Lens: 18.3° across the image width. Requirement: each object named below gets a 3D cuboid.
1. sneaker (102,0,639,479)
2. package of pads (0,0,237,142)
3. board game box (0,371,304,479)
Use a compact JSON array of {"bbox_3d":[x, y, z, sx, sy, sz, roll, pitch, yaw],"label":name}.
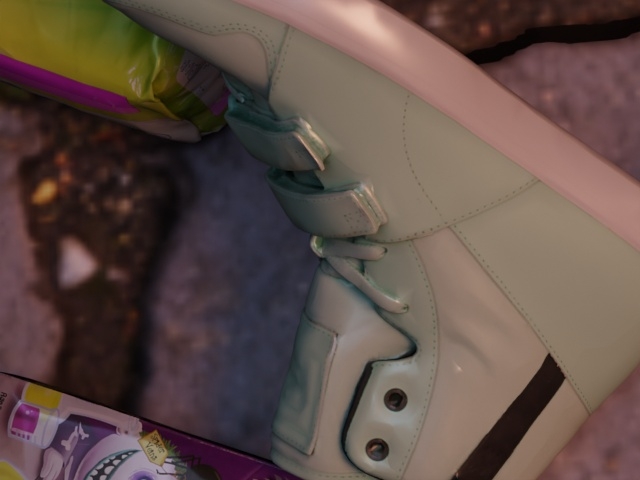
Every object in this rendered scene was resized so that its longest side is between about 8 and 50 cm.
[{"bbox_3d":[0.001,0.000,0.670,0.256,0.094,0.151,32,92,-18],"label":"sneaker"},{"bbox_3d":[-0.092,-0.205,0.764,0.229,0.101,0.296,19,85,14],"label":"package of pads"},{"bbox_3d":[-0.077,0.241,0.715,0.208,0.056,0.346,17,84,10],"label":"board game box"}]
